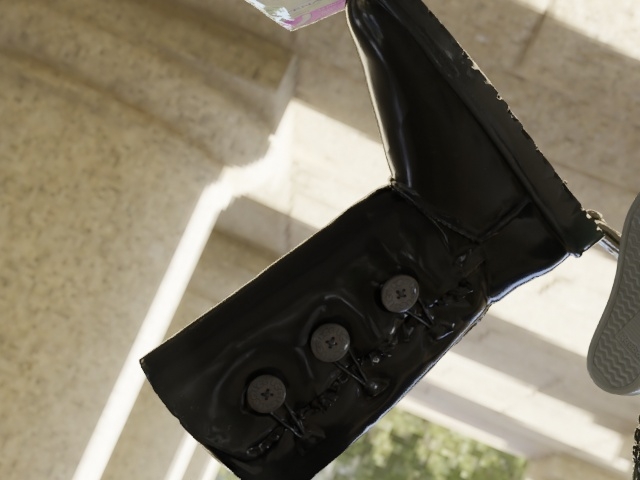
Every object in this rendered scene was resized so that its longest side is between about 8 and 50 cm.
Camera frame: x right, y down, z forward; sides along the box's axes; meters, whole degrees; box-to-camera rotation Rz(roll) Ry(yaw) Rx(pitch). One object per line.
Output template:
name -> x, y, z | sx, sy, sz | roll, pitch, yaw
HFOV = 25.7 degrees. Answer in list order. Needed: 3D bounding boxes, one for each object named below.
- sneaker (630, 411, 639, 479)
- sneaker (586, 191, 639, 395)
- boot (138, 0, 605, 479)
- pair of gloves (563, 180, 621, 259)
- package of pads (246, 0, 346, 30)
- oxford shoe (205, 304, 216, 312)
sneaker -> 0.502, 0.389, 1.906 | 0.182, 0.410, 0.158 | 15, -171, -15
sneaker -> 0.347, 0.029, 1.362 | 0.094, 0.256, 0.151 | 28, -170, 29
boot -> 0.001, 0.002, 1.375 | 0.367, 0.445, 0.146 | 50, -172, -14
pair of gloves -> 0.428, -0.052, 2.323 | 0.240, 0.042, 0.204 | 40, -177, 15
package of pads -> 0.005, -0.356, 1.694 | 0.229, 0.101, 0.296 | -20, 173, 12
oxford shoe -> -0.147, 0.189, 2.078 | 0.096, 0.083, 0.227 | -7, 129, 11
